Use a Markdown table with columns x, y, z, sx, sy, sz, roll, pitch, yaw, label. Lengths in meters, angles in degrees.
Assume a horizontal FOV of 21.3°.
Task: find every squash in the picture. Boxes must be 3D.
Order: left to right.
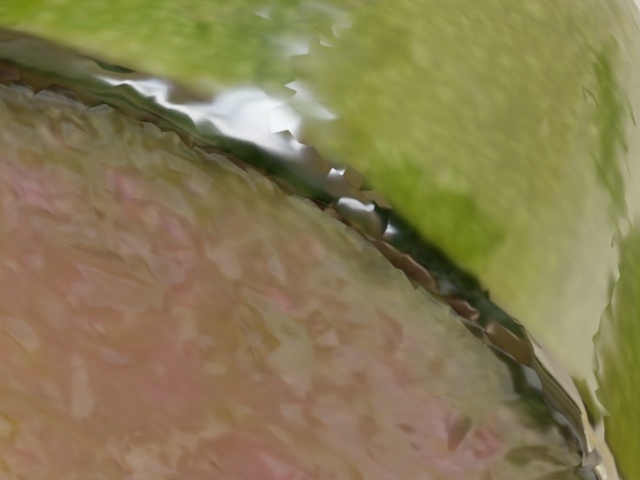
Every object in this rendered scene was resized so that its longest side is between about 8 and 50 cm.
| x | y | z | sx | sy | sz | roll | pitch | yaw | label |
| --- | --- | --- | --- | --- | --- | --- | --- | --- | --- |
| 0.009 | -0.029 | 0.567 | 0.310 | 0.309 | 0.310 | 19 | -40 | 17 | squash |
